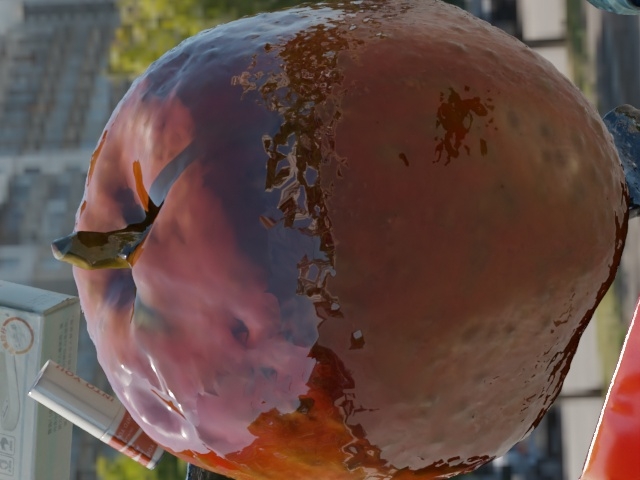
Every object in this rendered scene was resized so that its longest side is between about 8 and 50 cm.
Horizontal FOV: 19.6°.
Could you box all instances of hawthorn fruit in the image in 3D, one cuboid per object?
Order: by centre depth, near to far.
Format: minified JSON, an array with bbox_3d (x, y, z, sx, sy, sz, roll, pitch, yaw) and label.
[{"bbox_3d":[0.000,0.000,0.976,0.275,0.299,0.275,3,94,58],"label":"hawthorn fruit"}]

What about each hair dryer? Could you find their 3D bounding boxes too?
[{"bbox_3d":[0.245,0.006,1.570,0.195,0.219,0.075,54,178,29],"label":"hair dryer"}]

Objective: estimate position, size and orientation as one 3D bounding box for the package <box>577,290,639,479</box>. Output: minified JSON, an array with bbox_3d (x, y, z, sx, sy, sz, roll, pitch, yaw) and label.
[{"bbox_3d":[0.306,0.111,1.323,0.123,0.196,0.424,-53,-19,-42],"label":"package"}]

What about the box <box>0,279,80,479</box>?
[{"bbox_3d":[-0.338,0.182,2.003,0.079,0.135,0.269,-26,-55,-63],"label":"box"}]

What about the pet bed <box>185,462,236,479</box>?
[{"bbox_3d":[-0.022,0.249,1.857,0.159,0.210,0.183,79,-165,-53],"label":"pet bed"}]

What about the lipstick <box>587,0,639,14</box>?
[{"bbox_3d":[0.155,-0.112,0.809,0.116,0.037,0.037,-150,54,-62],"label":"lipstick"}]

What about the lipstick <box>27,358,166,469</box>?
[{"bbox_3d":[-0.196,0.155,1.652,0.038,0.130,0.038,-54,11,16],"label":"lipstick"}]
